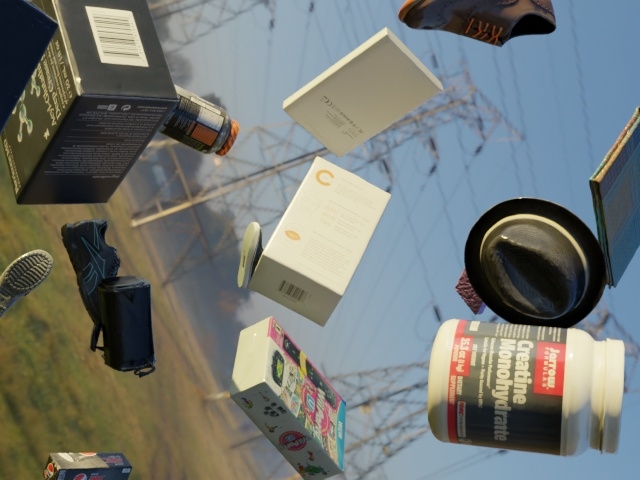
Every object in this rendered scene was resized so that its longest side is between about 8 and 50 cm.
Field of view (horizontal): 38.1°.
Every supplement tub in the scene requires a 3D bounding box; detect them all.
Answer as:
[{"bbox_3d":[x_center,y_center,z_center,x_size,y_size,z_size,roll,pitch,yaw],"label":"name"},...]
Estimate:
[{"bbox_3d":[-0.293,-0.275,2.155,0.190,0.117,0.117,25,14,-27],"label":"supplement tub"},{"bbox_3d":[0.307,0.221,1.387,0.191,0.272,0.191,3,90,-74],"label":"supplement tub"}]

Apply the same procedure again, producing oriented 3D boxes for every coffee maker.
[{"bbox_3d":[-0.395,0.172,1.930,0.171,0.120,0.178,9,-72,39],"label":"coffee maker"}]

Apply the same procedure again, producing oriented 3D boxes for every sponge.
[{"bbox_3d":[0.473,0.112,2.748,0.117,0.031,0.210,54,-36,33],"label":"sponge"}]

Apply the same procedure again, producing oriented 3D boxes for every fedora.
[{"bbox_3d":[0.479,0.067,2.094,0.334,0.334,0.152,70,19,-4],"label":"fedora"}]

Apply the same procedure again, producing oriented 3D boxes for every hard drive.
[{"bbox_3d":[0.109,-0.378,2.424,0.233,0.353,0.047,38,36,-32],"label":"hard drive"}]

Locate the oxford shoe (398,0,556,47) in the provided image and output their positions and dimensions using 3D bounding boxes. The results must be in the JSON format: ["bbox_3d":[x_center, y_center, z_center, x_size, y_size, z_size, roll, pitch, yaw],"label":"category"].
[{"bbox_3d":[0.255,-0.359,1.465,0.097,0.271,0.098,115,-41,-61],"label":"oxford shoe"}]

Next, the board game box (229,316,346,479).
[{"bbox_3d":[-0.065,0.350,2.031,0.303,0.098,0.224,53,21,-26],"label":"board game box"}]

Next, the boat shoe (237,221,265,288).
[{"bbox_3d":[-0.158,0.040,2.394,0.065,0.083,0.183,-131,-131,-58],"label":"boat shoe"}]

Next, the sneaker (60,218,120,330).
[{"bbox_3d":[-0.490,0.070,2.043,0.101,0.106,0.267,110,-39,-72],"label":"sneaker"}]

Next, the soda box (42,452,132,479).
[{"bbox_3d":[-0.480,0.475,1.911,0.060,0.169,0.053,35,-72,46],"label":"soda box"}]

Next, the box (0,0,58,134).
[{"bbox_3d":[-0.562,-0.228,1.338,0.183,0.296,0.294,32,-12,-35],"label":"box"}]

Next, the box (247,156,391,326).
[{"bbox_3d":[0.000,0.000,2.277,0.215,0.345,0.168,28,-36,0],"label":"box"}]

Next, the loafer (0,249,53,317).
[{"bbox_3d":[-0.824,0.119,2.476,0.094,0.251,0.087,51,-14,-14],"label":"loafer"}]

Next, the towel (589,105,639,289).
[{"bbox_3d":[0.714,-0.098,2.173,0.040,0.271,0.370,19,-32,36],"label":"towel"}]

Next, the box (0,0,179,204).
[{"bbox_3d":[-0.493,-0.295,1.888,0.395,0.212,0.293,-44,-121,45],"label":"box"}]
